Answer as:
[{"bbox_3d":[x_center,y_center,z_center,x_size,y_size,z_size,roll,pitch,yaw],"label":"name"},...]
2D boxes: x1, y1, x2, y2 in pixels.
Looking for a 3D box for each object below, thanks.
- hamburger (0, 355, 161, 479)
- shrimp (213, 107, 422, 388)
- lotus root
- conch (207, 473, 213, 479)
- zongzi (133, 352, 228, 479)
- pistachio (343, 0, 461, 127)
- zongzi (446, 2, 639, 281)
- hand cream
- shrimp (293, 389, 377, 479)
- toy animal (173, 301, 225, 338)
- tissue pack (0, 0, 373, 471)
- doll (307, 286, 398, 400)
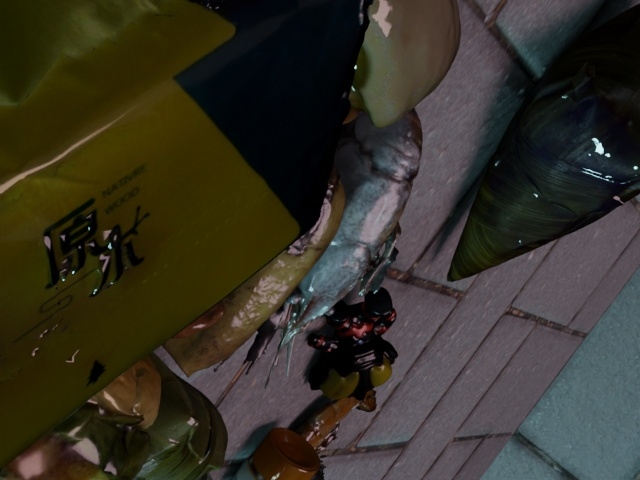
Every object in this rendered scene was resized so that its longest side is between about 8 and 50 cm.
[{"bbox_3d":[-0.218,0.109,0.907,0.162,0.209,0.330,-51,161,-1],"label":"hamburger"},{"bbox_3d":[-0.001,0.000,1.290,0.116,0.145,0.343,23,101,-42],"label":"shrimp"},{"bbox_3d":[-0.071,0.017,1.201,0.258,0.110,0.097,-50,-179,10],"label":"lotus root"},{"bbox_3d":[-0.199,0.393,1.409,0.319,0.215,0.303,-52,169,2],"label":"conch"},{"bbox_3d":[-0.229,0.232,1.225,0.274,0.125,0.251,-35,159,-3],"label":"zongzi"},{"bbox_3d":[0.023,-0.190,0.980,0.288,0.166,0.197,43,46,-74],"label":"pistachio"},{"bbox_3d":[0.370,-0.144,1.796,0.403,0.208,0.432,-47,179,-40],"label":"zongzi"},{"bbox_3d":[-0.126,0.399,1.747,0.314,0.089,0.139,-53,158,23],"label":"hand cream"},{"bbox_3d":[0.012,0.321,1.926,0.222,0.054,0.290,-46,154,-16],"label":"shrimp"},{"bbox_3d":[-0.133,-0.008,1.076,0.157,0.097,0.312,6,122,-52],"label":"toy animal"},{"bbox_3d":[-0.197,-0.044,0.640,0.416,0.253,0.264,-37,154,-30],"label":"tissue pack"},{"bbox_3d":[0.044,0.151,1.683,0.249,0.127,0.088,98,2,-56],"label":"doll"}]
